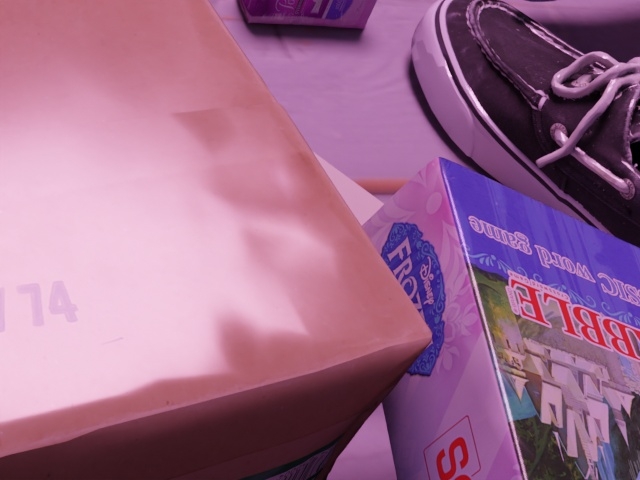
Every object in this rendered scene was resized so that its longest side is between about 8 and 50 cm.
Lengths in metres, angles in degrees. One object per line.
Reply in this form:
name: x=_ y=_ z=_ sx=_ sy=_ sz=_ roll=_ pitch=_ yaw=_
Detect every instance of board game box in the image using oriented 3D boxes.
board game box: x=0.174 y=0.148 z=0.585 sx=0.318 sy=0.066 sz=0.318 roll=21 pitch=41 yaw=-32

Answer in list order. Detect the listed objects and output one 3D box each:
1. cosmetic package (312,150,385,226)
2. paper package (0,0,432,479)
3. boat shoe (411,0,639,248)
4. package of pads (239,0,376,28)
cosmetic package: x=0.000 y=0.000 z=0.721 sx=0.115 sy=0.060 sz=0.041 roll=36 pitch=46 yaw=13
paper package: x=-0.180 y=0.012 z=0.553 sx=0.325 sy=0.168 sz=0.309 roll=-13 pitch=57 yaw=-33
boat shoe: x=0.168 y=-0.053 z=0.811 sx=0.113 sy=0.105 sz=0.306 roll=-13 pitch=55 yaw=-33
package of pads: x=-0.003 y=-0.154 z=0.871 sx=0.083 sy=0.050 sz=0.032 roll=0 pitch=49 yaw=-25
